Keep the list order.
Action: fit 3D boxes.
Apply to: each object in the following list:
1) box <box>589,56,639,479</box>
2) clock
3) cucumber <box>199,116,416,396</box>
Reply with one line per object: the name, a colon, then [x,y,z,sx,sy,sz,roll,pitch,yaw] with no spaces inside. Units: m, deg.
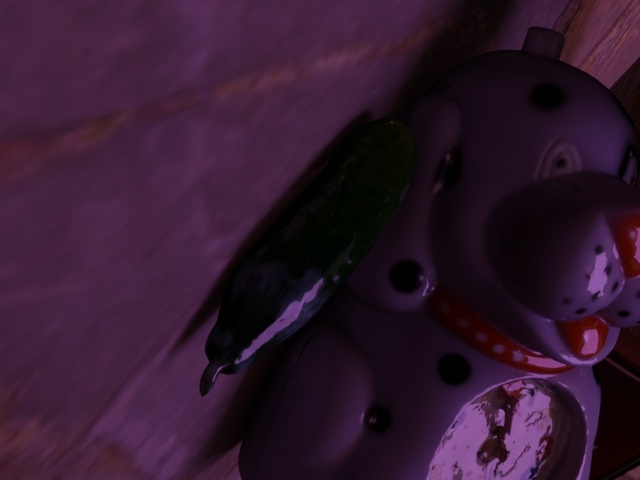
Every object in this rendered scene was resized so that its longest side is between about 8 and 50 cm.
box: [0.226,0.033,0.974,0.385,0.122,0.344,-58,-178,-35]
clock: [0.081,0.025,0.560,0.189,0.188,0.254,-28,140,-67]
cucumber: [0.000,0.000,0.444,0.155,0.037,0.037,-52,165,-35]
